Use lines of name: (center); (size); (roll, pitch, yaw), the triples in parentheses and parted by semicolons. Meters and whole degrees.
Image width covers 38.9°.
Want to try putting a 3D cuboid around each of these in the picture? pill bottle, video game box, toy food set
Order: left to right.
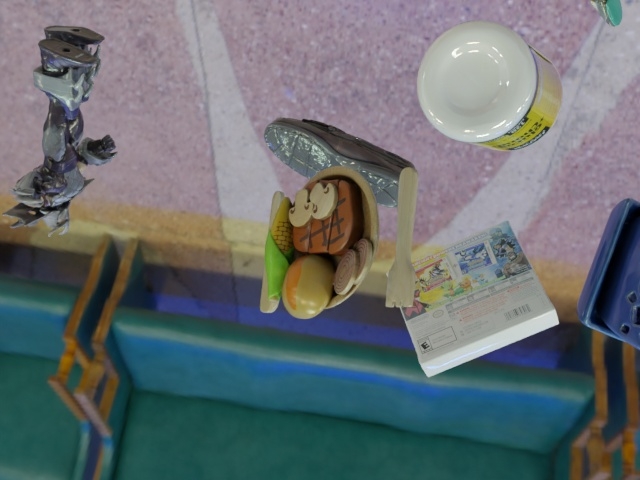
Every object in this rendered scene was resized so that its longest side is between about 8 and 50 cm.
toy food set: (0.000, 0.000, 0.764); (0.038, 0.133, 0.192); (13, 166, -39)
video game box: (0.219, 0.083, 1.339); (0.205, 0.187, 0.048); (-23, 138, 7)
pill bottle: (0.163, -0.135, 0.830); (0.103, 0.103, 0.184); (-7, 179, 26)

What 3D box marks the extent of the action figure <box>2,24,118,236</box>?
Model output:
action figure: (-0.332, -0.124, 1.170); (0.099, 0.185, 0.285); (15, 121, 3)

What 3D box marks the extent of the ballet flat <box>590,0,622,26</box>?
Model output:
ballet flat: (0.414, -0.364, 1.334); (0.041, 0.041, 0.114); (-8, 140, 27)

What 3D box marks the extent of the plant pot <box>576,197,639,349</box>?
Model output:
plant pot: (0.535, 0.073, 1.356); (0.236, 0.236, 0.212); (20, 179, -42)

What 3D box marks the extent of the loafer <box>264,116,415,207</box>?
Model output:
loafer: (0.040, -0.162, 1.742); (0.302, 0.095, 0.109); (26, 139, 6)
